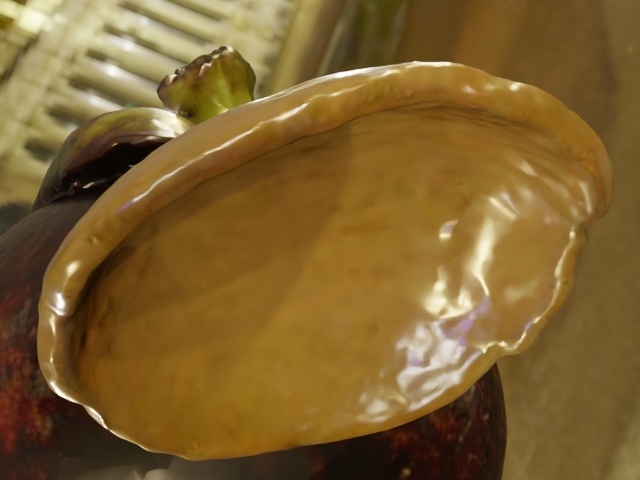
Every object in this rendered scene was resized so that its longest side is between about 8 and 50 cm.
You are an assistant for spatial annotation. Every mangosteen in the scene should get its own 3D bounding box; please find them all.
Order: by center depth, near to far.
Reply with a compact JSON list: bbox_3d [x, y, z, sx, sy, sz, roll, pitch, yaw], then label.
[{"bbox_3d":[-0.054,0.086,1.009,0.330,0.330,0.330,-159,90,-86],"label":"mangosteen"}]

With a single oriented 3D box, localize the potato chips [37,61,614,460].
[{"bbox_3d":[-0.001,0.000,0.672,0.208,0.195,0.062,-36,46,14],"label":"potato chips"}]
